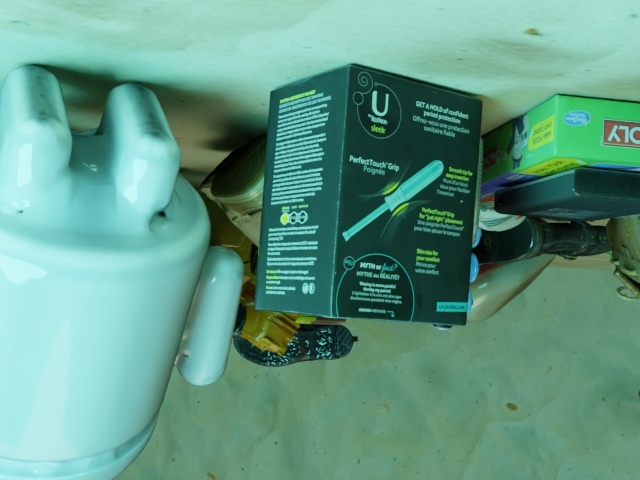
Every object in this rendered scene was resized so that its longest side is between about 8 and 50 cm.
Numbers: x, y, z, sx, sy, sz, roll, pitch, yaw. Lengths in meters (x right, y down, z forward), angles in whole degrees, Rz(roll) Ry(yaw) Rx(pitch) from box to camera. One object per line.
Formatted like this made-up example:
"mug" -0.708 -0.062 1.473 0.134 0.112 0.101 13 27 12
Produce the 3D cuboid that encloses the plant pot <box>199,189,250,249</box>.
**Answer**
"plant pot" -0.135 -0.030 1.256 0.081 0.083 0.081 4 176 6

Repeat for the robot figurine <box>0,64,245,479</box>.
"robot figurine" -0.202 0.054 0.641 0.299 0.354 0.200 9 -151 -23

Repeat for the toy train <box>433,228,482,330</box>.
"toy train" 0.173 0.031 1.197 0.080 0.184 0.105 4 -173 -15

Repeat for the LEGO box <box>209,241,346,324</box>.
"LEGO box" -0.242 0.034 1.471 0.500 0.193 0.372 5 176 -20

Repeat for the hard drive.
"hard drive" 0.208 -0.033 0.668 0.094 0.022 0.135 5 176 -12

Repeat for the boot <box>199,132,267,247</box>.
"boot" -0.029 -0.017 0.816 0.165 0.077 0.213 45 170 -13

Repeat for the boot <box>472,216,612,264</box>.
"boot" 0.307 0.001 1.304 0.229 0.091 0.263 1 -178 -39

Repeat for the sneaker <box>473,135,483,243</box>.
"sneaker" 0.061 -0.040 0.769 0.115 0.105 0.281 5 176 -14

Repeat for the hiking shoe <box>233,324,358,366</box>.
"hiking shoe" -0.046 0.193 1.575 0.226 0.086 0.114 1 172 12

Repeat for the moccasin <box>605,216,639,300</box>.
"moccasin" 0.440 0.027 1.088 0.139 0.147 0.380 3 176 15

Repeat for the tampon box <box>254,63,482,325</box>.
"tampon box" 0.033 -0.025 0.596 0.120 0.161 0.101 8 175 -34

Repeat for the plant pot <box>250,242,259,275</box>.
"plant pot" 0.000 0.000 1.114 0.165 0.167 0.167 12 175 -10

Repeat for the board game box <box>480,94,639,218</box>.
"board game box" 0.242 -0.061 0.742 0.213 0.046 0.317 3 176 -7

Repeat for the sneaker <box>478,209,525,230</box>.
"sneaker" 0.210 -0.041 0.968 0.075 0.057 0.161 8 177 43

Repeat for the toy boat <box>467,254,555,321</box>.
"toy boat" 0.286 0.031 1.449 0.231 0.151 0.151 -28 158 -43

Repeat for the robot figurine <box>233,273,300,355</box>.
"robot figurine" -0.158 0.052 1.146 0.211 0.085 0.291 37 174 -41
